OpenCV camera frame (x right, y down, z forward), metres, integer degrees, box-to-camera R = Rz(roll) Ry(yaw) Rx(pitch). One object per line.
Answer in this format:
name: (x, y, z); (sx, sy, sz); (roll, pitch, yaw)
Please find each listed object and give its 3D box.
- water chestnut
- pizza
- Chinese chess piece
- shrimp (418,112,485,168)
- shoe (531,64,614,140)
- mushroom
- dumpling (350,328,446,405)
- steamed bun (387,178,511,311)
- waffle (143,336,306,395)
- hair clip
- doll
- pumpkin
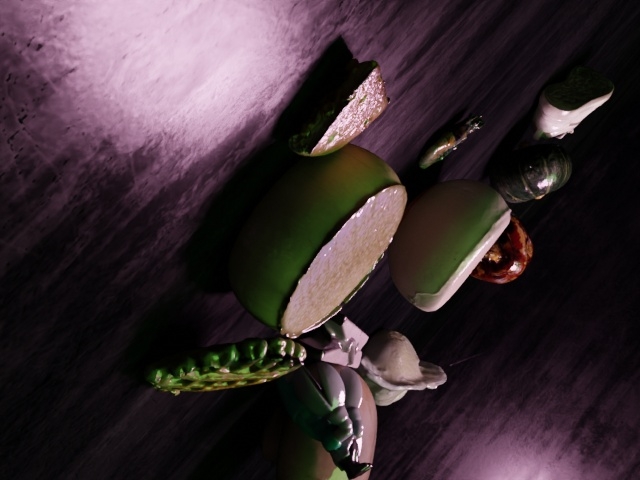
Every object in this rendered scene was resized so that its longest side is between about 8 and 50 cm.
water chestnut: (0.515, 0.021, 2.124); (0.224, 0.223, 0.238); (-56, 155, 15)
pizza: (0.030, -0.157, 0.827); (0.178, 0.041, 0.131); (-41, 163, -29)
Chinese chess piece: (0.000, 0.000, 0.956); (0.270, 0.112, 0.270); (-45, 161, -20)
shrimp: (0.236, -0.183, 1.321); (0.161, 0.034, 0.091); (-35, 170, -24)
shoe: (0.637, -0.340, 1.859); (0.316, 0.124, 0.159); (-27, 151, -41)
mushroom: (-0.024, 0.451, 1.638); (0.362, 0.294, 0.363); (9, 90, -77)
dumpling: (0.201, 0.364, 2.090); (0.270, 0.212, 0.321); (-19, -162, 33)
steamed bun: (0.238, -0.006, 1.428); (0.283, 0.177, 0.283); (-46, 166, -16)
waffle: (-0.123, 0.169, 0.968); (0.207, 0.054, 0.214); (-9, 164, 0)
hair clip: (0.037, 0.213, 1.517); (0.101, 0.085, 0.331); (-69, 160, -8)
doll: (0.023, 0.333, 1.430); (0.153, 0.258, 0.195); (-37, -175, -1)
pumpkin: (0.534, -0.179, 1.832); (0.211, 0.152, 0.211); (-26, -177, 2)
